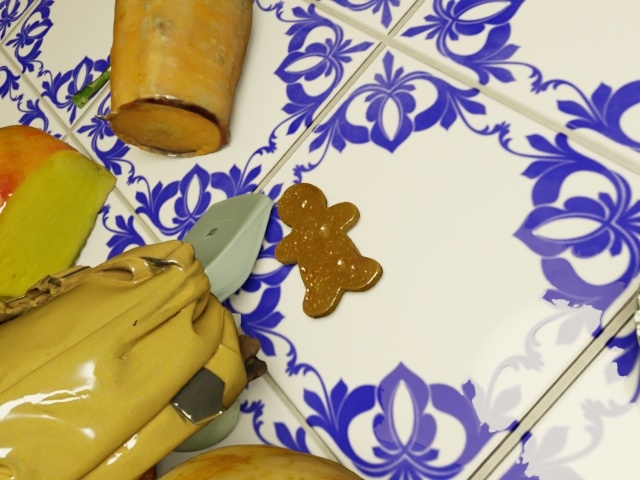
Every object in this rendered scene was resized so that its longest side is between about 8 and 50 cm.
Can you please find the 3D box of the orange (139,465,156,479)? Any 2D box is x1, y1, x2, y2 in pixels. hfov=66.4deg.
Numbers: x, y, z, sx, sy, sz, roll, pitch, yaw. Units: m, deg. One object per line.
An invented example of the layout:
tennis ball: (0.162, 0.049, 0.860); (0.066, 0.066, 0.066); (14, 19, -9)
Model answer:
orange: (-0.315, 0.322, 0.641); (0.224, 0.170, 0.224); (-3, 81, 23)

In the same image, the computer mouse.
computer mouse: (-0.149, 0.018, 0.718); (0.128, 0.079, 0.231); (-2, 42, 32)

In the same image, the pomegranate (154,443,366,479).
pomegranate: (-0.076, 0.367, 0.377); (0.410, 0.410, 0.410); (-9, 68, 22)

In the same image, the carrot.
carrot: (-0.230, -0.331, 0.816); (0.224, 0.224, 0.340); (-5, 73, 24)

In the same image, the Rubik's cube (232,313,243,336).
Rubik's cube: (-0.147, 0.131, 0.688); (0.075, 0.084, 0.073); (-19, 66, 39)

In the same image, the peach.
peach: (-0.586, -0.030, 0.862); (0.306, 0.242, 0.380); (21, 82, 25)

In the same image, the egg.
egg: (-0.177, 0.218, 0.646); (0.152, 0.114, 0.114); (2, 72, 23)

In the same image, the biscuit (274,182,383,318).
biscuit: (0.000, 0.000, 0.691); (0.138, 0.031, 0.205); (-35, 61, 10)

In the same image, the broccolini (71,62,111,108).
broccolini: (-0.438, -0.383, 1.030); (0.254, 0.057, 0.071); (-40, 17, 4)

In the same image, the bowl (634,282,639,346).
bowl: (0.390, 0.084, 0.430); (0.211, 0.112, 0.211); (-8, 68, 21)

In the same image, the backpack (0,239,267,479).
backpack: (-0.255, 0.138, 0.506); (0.353, 0.201, 0.378); (-32, 21, -28)
